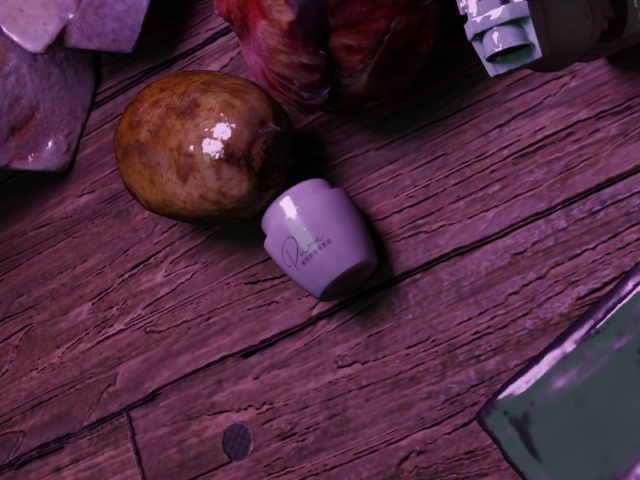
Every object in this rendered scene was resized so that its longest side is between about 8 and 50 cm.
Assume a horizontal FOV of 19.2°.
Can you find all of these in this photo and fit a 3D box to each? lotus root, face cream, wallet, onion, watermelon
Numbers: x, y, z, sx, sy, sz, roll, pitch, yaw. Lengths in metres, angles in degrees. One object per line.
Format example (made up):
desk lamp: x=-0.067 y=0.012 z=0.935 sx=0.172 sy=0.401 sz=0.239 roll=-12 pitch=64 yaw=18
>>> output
lotus root: x=-0.117 y=-0.088 z=1.769 sx=0.260 sy=0.128 sz=0.145 roll=15 pitch=87 yaw=54
face cream: x=0.000 y=0.000 z=1.702 sx=0.091 sy=0.091 sz=0.095 roll=-44 pitch=70 yaw=24
wallet: x=0.299 y=0.181 z=1.477 sx=0.247 sy=0.041 sz=0.323 roll=-44 pitch=69 yaw=17
onion: x=0.000 y=-0.228 z=1.654 sx=0.246 sy=0.190 sz=0.246 roll=167 pitch=90 yaw=-70
watermelon: x=-0.348 y=-0.170 z=1.928 sx=0.228 sy=0.258 sz=0.387 roll=-24 pitch=28 yaw=48

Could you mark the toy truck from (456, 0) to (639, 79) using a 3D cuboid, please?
toy truck: x=0.187 y=-0.195 z=1.486 sx=0.108 sy=0.257 sz=0.140 roll=-20 pitch=80 yaw=33

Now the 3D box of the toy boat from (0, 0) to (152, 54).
toy boat: x=-0.255 y=-0.312 z=1.830 sx=0.294 sy=0.111 sz=0.276 roll=5 pitch=84 yaw=-8
